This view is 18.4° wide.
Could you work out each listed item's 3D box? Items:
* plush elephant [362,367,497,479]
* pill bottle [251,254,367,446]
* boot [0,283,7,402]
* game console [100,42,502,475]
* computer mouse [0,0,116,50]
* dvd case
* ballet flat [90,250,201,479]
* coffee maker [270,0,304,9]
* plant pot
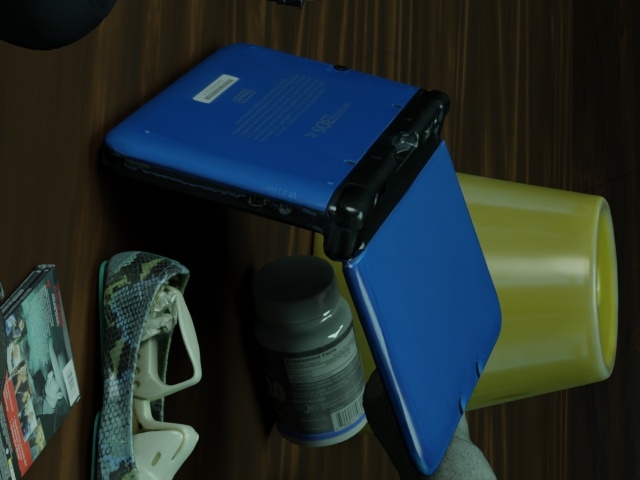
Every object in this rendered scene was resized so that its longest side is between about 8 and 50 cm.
[{"bbox_3d":[0.002,0.254,1.285,0.255,0.272,0.330,13,29,-40],"label":"plush elephant"},{"bbox_3d":[-0.009,0.085,1.524,0.078,0.078,0.137,-70,153,-54],"label":"pill bottle"},{"bbox_3d":[-0.196,0.030,0.834,0.263,0.091,0.229,-75,157,-52],"label":"boot"},{"bbox_3d":[0.000,0.000,1.339,0.293,0.250,0.173,-51,155,-67],"label":"game console"},{"bbox_3d":[-0.151,-0.219,0.943,0.072,0.189,0.272,-31,132,-57],"label":"computer mouse"},{"bbox_3d":[-0.164,0.076,1.087,0.119,0.013,0.087,-58,143,-62],"label":"dvd case"},{"bbox_3d":[-0.105,0.099,1.204,0.070,0.070,0.188,15,74,-74],"label":"ballet flat"},{"bbox_3d":[-0.023,-0.296,1.496,0.178,0.120,0.171,-64,172,-57],"label":"coffee maker"},{"bbox_3d":[0.138,0.046,1.764,0.254,0.239,0.254,-2,90,-75],"label":"plant pot"}]
